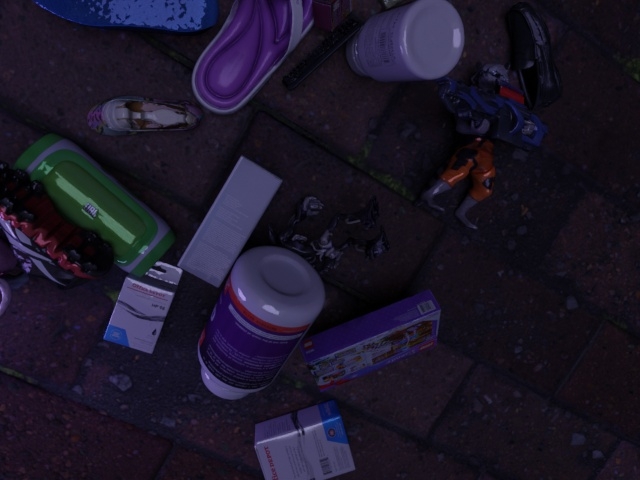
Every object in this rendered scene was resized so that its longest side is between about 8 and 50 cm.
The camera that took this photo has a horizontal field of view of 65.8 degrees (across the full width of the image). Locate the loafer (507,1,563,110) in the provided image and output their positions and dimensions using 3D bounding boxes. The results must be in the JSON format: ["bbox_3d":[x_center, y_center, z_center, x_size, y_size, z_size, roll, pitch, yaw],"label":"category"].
[{"bbox_3d":[0.441,-0.384,1.042,0.078,0.076,0.223,-31,109,-9],"label":"loafer"}]

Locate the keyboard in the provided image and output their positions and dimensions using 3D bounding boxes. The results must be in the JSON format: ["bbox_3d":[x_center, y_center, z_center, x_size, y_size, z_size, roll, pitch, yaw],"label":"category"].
[{"bbox_3d":[-0.003,-0.365,0.965,0.180,0.108,0.023,-39,116,10],"label":"keyboard"}]

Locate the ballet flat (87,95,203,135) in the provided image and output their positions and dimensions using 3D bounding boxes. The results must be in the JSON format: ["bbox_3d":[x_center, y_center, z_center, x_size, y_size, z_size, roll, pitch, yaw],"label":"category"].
[{"bbox_3d":[-0.340,-0.240,0.951,0.222,0.079,0.077,-2,103,-8],"label":"ballet flat"}]

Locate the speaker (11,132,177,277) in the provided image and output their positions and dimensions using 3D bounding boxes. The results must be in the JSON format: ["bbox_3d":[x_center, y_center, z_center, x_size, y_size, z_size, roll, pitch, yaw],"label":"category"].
[{"bbox_3d":[-0.427,-0.064,0.952,0.296,0.131,0.131,43,93,-15],"label":"speaker"}]

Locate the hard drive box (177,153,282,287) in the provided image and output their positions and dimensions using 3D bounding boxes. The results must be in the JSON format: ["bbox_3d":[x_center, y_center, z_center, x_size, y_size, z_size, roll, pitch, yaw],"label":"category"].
[{"bbox_3d":[-0.171,-0.047,0.967,0.089,0.181,0.232,31,95,-11],"label":"hard drive box"}]

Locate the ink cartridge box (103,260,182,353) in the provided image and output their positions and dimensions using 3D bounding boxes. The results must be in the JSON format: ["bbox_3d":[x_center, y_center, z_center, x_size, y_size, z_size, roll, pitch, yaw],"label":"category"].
[{"bbox_3d":[-0.368,0.132,1.035,0.104,0.060,0.180,21,98,-12],"label":"ink cartridge box"}]

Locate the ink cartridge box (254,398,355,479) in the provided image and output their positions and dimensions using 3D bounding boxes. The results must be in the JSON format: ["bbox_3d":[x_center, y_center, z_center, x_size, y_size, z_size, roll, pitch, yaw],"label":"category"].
[{"bbox_3d":[-0.038,0.478,1.148,0.203,0.086,0.148,-15,103,-5],"label":"ink cartridge box"}]

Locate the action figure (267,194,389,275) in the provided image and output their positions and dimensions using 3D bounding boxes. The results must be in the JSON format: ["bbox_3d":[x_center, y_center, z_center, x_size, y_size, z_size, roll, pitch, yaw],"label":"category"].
[{"bbox_3d":[0.000,0.000,1.031,0.276,0.141,0.164,-13,114,21],"label":"action figure"}]

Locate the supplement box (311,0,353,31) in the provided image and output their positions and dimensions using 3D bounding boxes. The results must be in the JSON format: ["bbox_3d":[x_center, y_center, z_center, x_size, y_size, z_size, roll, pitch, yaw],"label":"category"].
[{"bbox_3d":[0.025,-0.453,0.953,0.043,0.055,0.083,26,61,21],"label":"supplement box"}]

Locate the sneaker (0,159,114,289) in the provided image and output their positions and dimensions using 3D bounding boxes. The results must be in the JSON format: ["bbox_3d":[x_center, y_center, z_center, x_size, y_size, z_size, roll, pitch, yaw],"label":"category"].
[{"bbox_3d":[-0.505,-0.015,0.866,0.135,0.097,0.276,-34,110,26],"label":"sneaker"}]

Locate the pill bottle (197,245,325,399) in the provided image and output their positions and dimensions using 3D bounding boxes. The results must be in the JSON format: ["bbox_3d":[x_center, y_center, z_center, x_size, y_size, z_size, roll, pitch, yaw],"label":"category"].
[{"bbox_3d":[-0.131,0.175,0.980,0.181,0.181,0.323,22,125,-13],"label":"pill bottle"}]

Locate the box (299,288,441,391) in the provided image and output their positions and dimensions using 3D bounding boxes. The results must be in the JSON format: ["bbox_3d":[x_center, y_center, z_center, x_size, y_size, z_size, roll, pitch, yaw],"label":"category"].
[{"bbox_3d":[0.112,0.223,1.073,0.293,0.057,0.201,-21,146,-4],"label":"box"}]

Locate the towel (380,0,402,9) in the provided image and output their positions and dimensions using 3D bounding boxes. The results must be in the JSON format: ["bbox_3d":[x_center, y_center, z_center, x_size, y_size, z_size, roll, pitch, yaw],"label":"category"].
[{"bbox_3d":[0.140,-0.550,0.986,0.110,0.027,0.148,-29,105,-1],"label":"towel"}]

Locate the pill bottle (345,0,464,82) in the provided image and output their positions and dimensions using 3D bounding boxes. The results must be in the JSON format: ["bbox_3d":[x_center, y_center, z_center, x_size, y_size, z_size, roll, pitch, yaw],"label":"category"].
[{"bbox_3d":[0.143,-0.360,0.913,0.131,0.229,0.131,-7,107,-23],"label":"pill bottle"}]

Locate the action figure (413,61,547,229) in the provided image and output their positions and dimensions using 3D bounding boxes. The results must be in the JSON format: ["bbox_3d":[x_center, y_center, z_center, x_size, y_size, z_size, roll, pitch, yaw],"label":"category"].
[{"bbox_3d":[0.290,-0.215,1.011,0.341,0.178,0.330,18,94,-37],"label":"action figure"}]

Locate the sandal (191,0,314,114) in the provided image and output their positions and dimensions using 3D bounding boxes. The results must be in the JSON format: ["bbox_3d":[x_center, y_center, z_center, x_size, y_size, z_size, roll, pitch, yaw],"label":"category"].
[{"bbox_3d":[-0.099,-0.423,0.936,0.169,0.102,0.416,27,96,-14],"label":"sandal"}]

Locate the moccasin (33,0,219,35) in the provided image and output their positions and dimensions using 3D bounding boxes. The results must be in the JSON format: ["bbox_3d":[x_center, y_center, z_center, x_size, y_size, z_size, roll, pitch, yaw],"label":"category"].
[{"bbox_3d":[-0.357,-0.428,0.893,0.342,0.117,0.137,14,107,-11],"label":"moccasin"}]

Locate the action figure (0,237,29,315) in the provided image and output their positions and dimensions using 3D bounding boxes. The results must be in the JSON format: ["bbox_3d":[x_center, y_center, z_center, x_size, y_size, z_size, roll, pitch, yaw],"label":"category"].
[{"bbox_3d":[-0.718,-0.012,0.851,0.248,0.275,0.370,-36,121,2],"label":"action figure"}]
